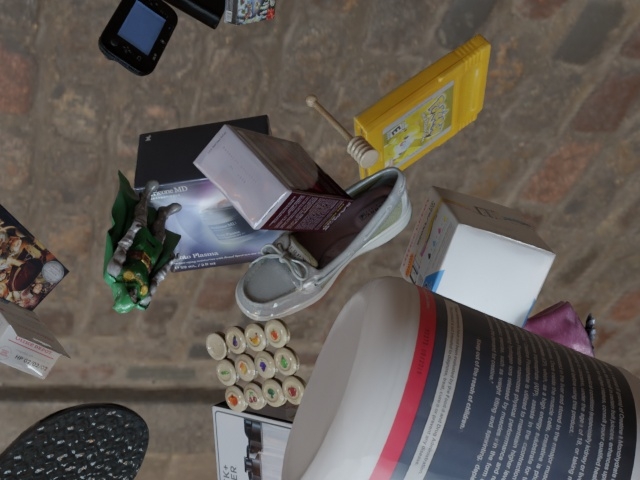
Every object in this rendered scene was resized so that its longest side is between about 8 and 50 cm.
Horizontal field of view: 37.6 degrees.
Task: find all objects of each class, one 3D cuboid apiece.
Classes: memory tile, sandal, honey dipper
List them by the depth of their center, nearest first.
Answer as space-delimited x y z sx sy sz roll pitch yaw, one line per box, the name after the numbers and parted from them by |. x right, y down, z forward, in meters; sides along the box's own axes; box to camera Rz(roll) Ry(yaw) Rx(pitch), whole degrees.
-0.083 0.160 1.195 0.148 0.113 0.012 -16 -179 41 | memory tile
0.025 -0.156 1.288 0.030 0.161 0.030 -23 140 -20 | honey dipper
-0.442 0.381 1.333 0.445 0.107 0.168 -42 115 -9 | sandal

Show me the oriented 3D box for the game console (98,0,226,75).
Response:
-0.289 -0.418 1.703 0.213 0.361 0.044 27 136 -14 | game console

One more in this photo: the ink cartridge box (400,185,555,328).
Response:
0.249 0.035 1.556 0.168 0.233 0.171 17 106 -9 | ink cartridge box

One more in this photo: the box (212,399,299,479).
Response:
-0.008 0.311 1.263 0.289 0.169 0.087 6 -166 37 | box

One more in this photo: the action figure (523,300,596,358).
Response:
0.320 0.233 1.731 0.370 0.248 0.276 -12 162 3 | action figure

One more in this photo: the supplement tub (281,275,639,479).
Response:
0.125 0.157 0.682 0.272 0.191 0.191 22 135 -7 | supplement tub

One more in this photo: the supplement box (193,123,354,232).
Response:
-0.058 -0.080 1.296 0.073 0.130 0.239 -48 162 16 | supplement box

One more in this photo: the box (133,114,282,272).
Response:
-0.230 -0.097 2.095 0.296 0.183 0.294 -8 138 6 | box

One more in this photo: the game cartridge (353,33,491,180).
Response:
0.217 -0.262 1.997 0.323 0.053 0.285 -33 158 -8 | game cartridge

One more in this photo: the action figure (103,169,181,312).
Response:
-0.237 0.015 1.248 0.063 0.232 0.137 -30 122 25 | action figure

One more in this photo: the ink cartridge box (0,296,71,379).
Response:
-0.477 0.154 1.481 0.104 0.181 0.062 34 88 -40 | ink cartridge box

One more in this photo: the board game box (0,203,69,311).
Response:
-0.638 0.036 1.846 0.243 0.165 0.042 47 151 -17 | board game box

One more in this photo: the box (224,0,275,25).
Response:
-0.099 -0.391 1.384 0.027 0.094 0.137 21 119 27 | box

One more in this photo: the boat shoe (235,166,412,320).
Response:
0.002 0.001 1.444 0.320 0.118 0.103 -33 151 -9 | boat shoe
